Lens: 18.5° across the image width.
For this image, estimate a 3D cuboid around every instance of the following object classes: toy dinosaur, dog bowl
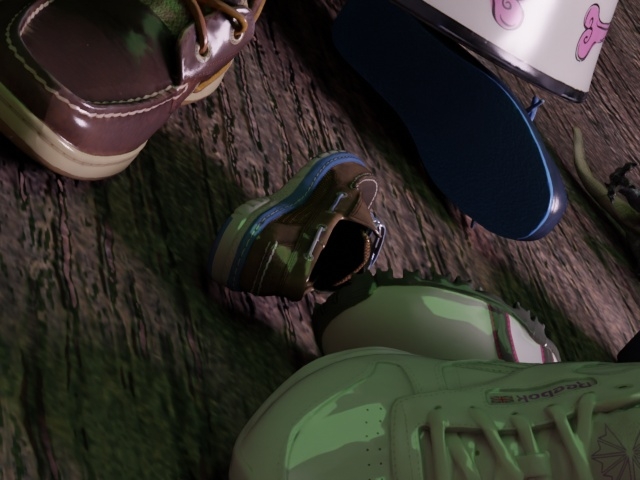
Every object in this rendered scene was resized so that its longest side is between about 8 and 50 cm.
[{"bbox_3d":[0.284,-0.008,1.707,0.268,0.064,0.118,52,8,20],"label":"toy dinosaur"},{"bbox_3d":[0.078,-0.280,1.576,0.408,0.150,0.408,31,11,-7],"label":"dog bowl"}]

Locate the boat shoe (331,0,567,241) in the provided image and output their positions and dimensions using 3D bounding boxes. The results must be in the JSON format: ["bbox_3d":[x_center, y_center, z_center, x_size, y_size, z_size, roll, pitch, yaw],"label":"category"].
[{"bbox_3d":[0.115,-0.104,1.522,0.089,0.109,0.258,16,37,-56],"label":"boat shoe"}]

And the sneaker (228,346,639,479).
[{"bbox_3d":[0.101,0.099,0.978,0.305,0.152,0.114,-3,82,-30],"label":"sneaker"}]

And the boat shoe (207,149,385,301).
[{"bbox_3d":[0.000,0.000,1.167,0.066,0.066,0.183,28,28,15],"label":"boat shoe"}]

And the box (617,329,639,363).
[{"bbox_3d":[0.328,0.145,1.441,0.207,0.108,0.153,39,22,-11],"label":"box"}]

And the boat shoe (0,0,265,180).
[{"bbox_3d":[-0.102,-0.134,1.161,0.123,0.123,0.342,45,22,3],"label":"boat shoe"}]

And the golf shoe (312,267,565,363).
[{"bbox_3d":[0.108,0.121,1.112,0.273,0.105,0.120,38,32,-13],"label":"golf shoe"}]
